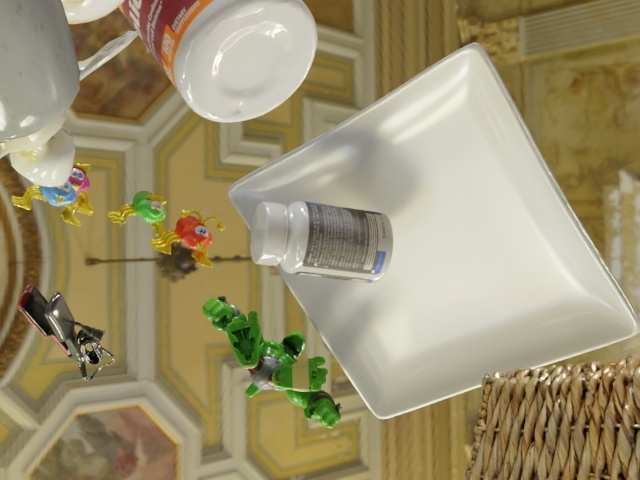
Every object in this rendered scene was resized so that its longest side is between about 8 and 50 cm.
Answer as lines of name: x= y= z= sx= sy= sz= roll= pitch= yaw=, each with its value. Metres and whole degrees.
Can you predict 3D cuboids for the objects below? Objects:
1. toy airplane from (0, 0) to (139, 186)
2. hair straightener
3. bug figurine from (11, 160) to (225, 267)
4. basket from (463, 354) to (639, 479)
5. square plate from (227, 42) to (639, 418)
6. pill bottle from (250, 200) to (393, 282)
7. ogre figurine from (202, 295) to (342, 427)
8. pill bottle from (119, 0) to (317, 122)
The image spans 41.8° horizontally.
toy airplane: x=-0.218 y=-0.175 z=0.399 sx=0.272 sy=0.384 sz=0.386 roll=-6 pitch=-100 yaw=-27
hair straightener: x=-0.348 y=0.144 z=1.191 sx=0.230 sy=0.089 sz=0.047 roll=84 pitch=-158 yaw=-52
bug figurine: x=-0.275 y=-0.049 z=1.140 sx=0.279 sy=0.216 sz=0.072 roll=19 pitch=-85 yaw=-31
basket: x=0.247 y=0.259 z=0.650 sx=0.213 sy=0.223 sz=0.299 roll=26 pitch=-115 yaw=-24
square plate: x=0.116 y=0.009 z=0.928 sx=0.344 sy=0.347 sz=0.049 roll=57 pitch=-147 yaw=-10
pill bottle: x=0.000 y=0.000 z=0.881 sx=0.137 sy=0.078 sz=0.078 roll=8 pitch=-98 yaw=-19
ogre figurine: x=-0.058 y=0.147 z=1.008 sx=0.197 sy=0.118 sz=0.096 roll=22 pitch=-102 yaw=2
pill bottle: x=-0.192 y=-0.382 z=1.294 sx=0.224 sy=0.392 sz=0.224 roll=-24 pitch=-35 yaw=-19
